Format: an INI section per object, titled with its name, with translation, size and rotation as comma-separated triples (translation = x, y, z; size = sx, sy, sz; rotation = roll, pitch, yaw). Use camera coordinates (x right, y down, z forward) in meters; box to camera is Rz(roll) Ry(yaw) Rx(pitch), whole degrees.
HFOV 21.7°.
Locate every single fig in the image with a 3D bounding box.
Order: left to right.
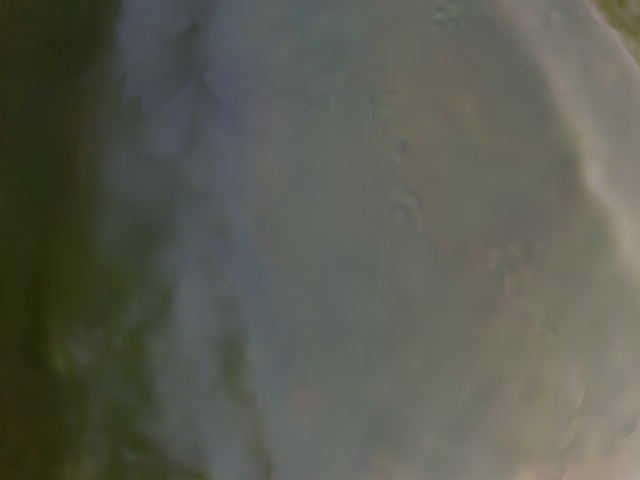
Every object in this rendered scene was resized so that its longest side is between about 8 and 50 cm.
[fig]
translation = 0.000, 0.000, 0.505
size = 0.316, 0.316, 0.316
rotation = 15, 64, -34
